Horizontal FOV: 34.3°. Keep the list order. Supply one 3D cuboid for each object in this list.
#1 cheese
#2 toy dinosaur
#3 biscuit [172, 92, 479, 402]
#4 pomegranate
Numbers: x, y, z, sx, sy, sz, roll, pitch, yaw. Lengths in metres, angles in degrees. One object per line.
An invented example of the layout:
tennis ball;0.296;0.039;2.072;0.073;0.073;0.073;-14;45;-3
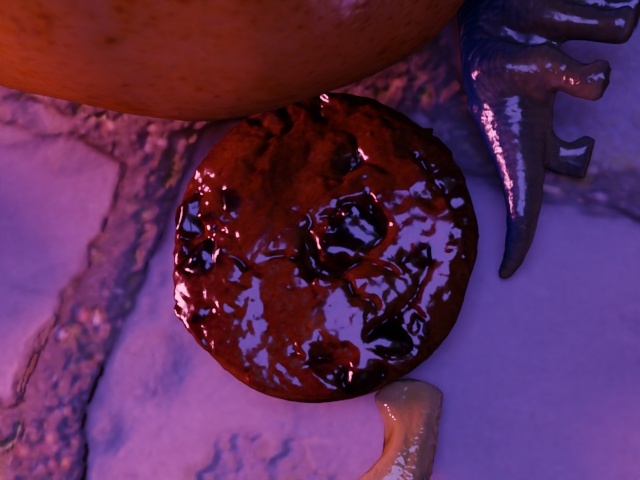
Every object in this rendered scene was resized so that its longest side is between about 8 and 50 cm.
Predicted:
cheese;0.044;0.118;0.588;0.044;0.030;0.083;10;67;6
toy dinosaur;0.089;-0.112;0.638;0.188;0.075;0.247;16;84;21
biscuit;0.000;0.000;0.614;0.192;0.049;0.192;-4;68;10
pomegranate;-0.070;-0.250;0.534;0.417;0.416;0.416;-2;76;7
